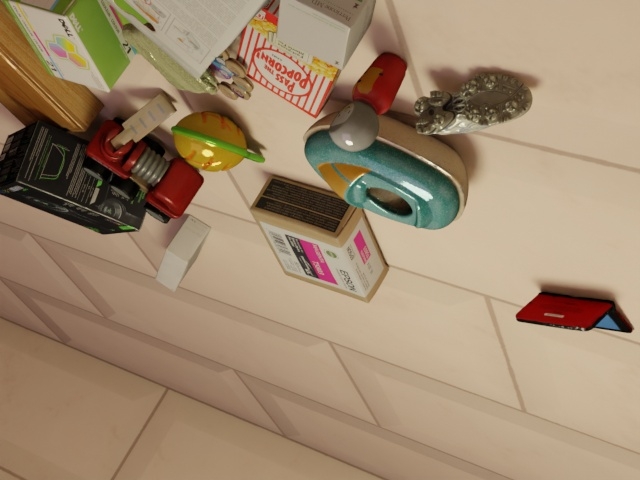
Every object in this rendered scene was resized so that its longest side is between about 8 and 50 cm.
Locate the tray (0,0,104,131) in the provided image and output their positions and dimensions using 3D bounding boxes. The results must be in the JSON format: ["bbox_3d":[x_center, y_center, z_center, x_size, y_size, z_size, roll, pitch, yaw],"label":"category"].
[{"bbox_3d":[-0.608,-0.357,2.032,0.203,0.076,0.411,6,148,46],"label":"tray"}]

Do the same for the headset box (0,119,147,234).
[{"bbox_3d":[-0.490,-0.116,2.225,0.283,0.131,0.246,23,167,-27],"label":"headset box"}]

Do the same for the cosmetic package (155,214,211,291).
[{"bbox_3d":[-0.309,0.031,2.450,0.060,0.098,0.239,31,157,-3],"label":"cosmetic package"}]

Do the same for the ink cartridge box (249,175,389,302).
[{"bbox_3d":[0.000,0.000,2.019,0.193,0.088,0.234,19,154,29],"label":"ink cartridge box"}]

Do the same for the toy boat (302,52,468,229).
[{"bbox_3d":[0.078,-0.124,1.581,0.268,0.148,0.318,22,157,19],"label":"toy boat"}]

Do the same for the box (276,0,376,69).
[{"bbox_3d":[0.008,-0.291,1.392,0.101,0.087,0.102,28,158,6],"label":"box"}]

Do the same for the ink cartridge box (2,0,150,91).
[{"bbox_3d":[-0.345,-0.325,1.745,0.255,0.097,0.188,20,155,25],"label":"ink cartridge box"}]

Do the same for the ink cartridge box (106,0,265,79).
[{"bbox_3d":[-0.208,-0.386,1.436,0.308,0.091,0.385,41,162,-9],"label":"ink cartridge box"}]

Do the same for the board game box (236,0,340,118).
[{"bbox_3d":[-0.039,-0.265,1.559,0.147,0.045,0.193,31,158,1],"label":"board game box"}]

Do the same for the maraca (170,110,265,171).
[{"bbox_3d":[-0.174,-0.163,1.885,0.127,0.099,0.186,23,-177,38],"label":"maraca"}]

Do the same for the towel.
[{"bbox_3d":[-0.228,-0.275,1.677,0.110,0.027,0.148,10,151,49],"label":"towel"}]

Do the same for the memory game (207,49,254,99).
[{"bbox_3d":[-0.177,-0.273,1.663,0.186,0.012,0.186,32,165,10],"label":"memory game"}]

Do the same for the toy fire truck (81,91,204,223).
[{"bbox_3d":[-0.306,-0.157,2.024,0.217,0.158,0.246,35,168,-11],"label":"toy fire truck"}]

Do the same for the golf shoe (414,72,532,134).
[{"bbox_3d":[0.211,-0.175,1.450,0.176,0.069,0.086,-3,174,42],"label":"golf shoe"}]

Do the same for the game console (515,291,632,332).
[{"bbox_3d":[0.415,0.137,1.809,0.144,0.124,0.085,5,120,45],"label":"game console"}]
